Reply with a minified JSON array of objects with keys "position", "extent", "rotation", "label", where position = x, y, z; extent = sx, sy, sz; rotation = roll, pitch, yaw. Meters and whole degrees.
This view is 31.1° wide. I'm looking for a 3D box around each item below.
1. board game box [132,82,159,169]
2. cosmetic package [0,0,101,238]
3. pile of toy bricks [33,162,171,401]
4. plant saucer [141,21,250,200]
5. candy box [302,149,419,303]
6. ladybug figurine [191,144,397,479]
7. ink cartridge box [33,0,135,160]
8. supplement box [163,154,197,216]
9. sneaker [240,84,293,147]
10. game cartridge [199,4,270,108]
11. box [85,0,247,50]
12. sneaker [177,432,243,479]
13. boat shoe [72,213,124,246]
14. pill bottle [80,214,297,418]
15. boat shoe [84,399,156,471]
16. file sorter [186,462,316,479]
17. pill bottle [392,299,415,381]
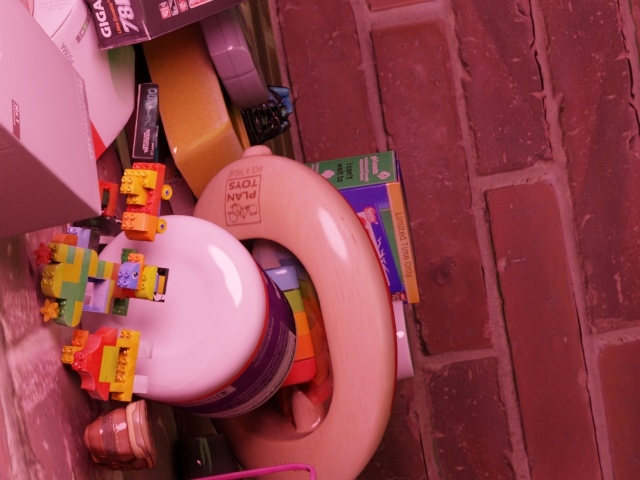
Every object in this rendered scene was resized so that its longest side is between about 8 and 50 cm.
[{"position":[-0.198,-0.068,1.309],"extent":[0.186,0.026,0.126],"rotation":[99,-9,-46],"label":"board game box"},{"position":[-0.238,-0.096,0.790],"extent":[0.238,0.107,0.127],"rotation":[53,25,-72],"label":"cosmetic package"},{"position":[-0.208,0.029,1.018],"extent":[0.105,0.118,0.212],"rotation":[15,80,-54],"label":"pile of toy bricks"},{"position":[-0.163,-0.192,1.602],"extent":[0.333,0.081,0.333],"rotation":[70,2,-67],"label":"plant saucer"},{"position":[0.000,0.000,1.995],"extent":[0.122,0.317,0.268],"rotation":[-92,171,-53],"label":"candy box"},{"position":[-0.028,0.099,1.469],"extent":[0.162,0.305,0.449],"rotation":[-13,96,-55],"label":"ladybug figurine"},{"position":[-0.239,-0.163,1.175],"extent":[0.181,0.056,0.225],"rotation":[72,9,-58],"label":"ink cartridge box"},{"position":[-0.189,-0.065,1.607],"extent":[0.062,0.036,0.098],"rotation":[-94,172,-50],"label":"supplement box"},{"position":[-0.127,-0.218,1.999],"extent":[0.341,0.139,0.125],"rotation":[-82,164,-69],"label":"sneaker"},{"position":[-0.127,-0.285,1.578],"extent":[0.294,0.060,0.196],"rotation":[56,19,-84],"label":"game cartridge"},{"position":[-0.170,-0.374,1.204],"extent":[0.295,0.073,0.293],"rotation":[-43,124,-57],"label":"box"},{"position":[-0.119,0.305,1.454],"extent":[0.222,0.083,0.118],"rotation":[59,22,-74],"label":"sneaker"},{"position":[-0.219,-0.012,1.164],"extent":[0.125,0.046,0.038],"rotation":[5,81,-76],"label":"boat shoe"},{"position":[-0.125,0.093,1.231],"extent":[0.323,0.181,0.182],"rotation":[61,20,-76],"label":"pill bottle"},{"position":[-0.188,0.184,1.078],"extent":[0.178,0.060,0.064],"rotation":[112,-32,-74],"label":"boat shoe"},{"position":[-0.073,0.397,1.182],"extent":[0.182,0.202,0.291],"rotation":[-86,166,-81],"label":"file sorter"},{"position":[0.012,0.192,1.969],"extent":[0.161,0.283,0.161],"rotation":[-10,90,-84],"label":"pill bottle"}]
